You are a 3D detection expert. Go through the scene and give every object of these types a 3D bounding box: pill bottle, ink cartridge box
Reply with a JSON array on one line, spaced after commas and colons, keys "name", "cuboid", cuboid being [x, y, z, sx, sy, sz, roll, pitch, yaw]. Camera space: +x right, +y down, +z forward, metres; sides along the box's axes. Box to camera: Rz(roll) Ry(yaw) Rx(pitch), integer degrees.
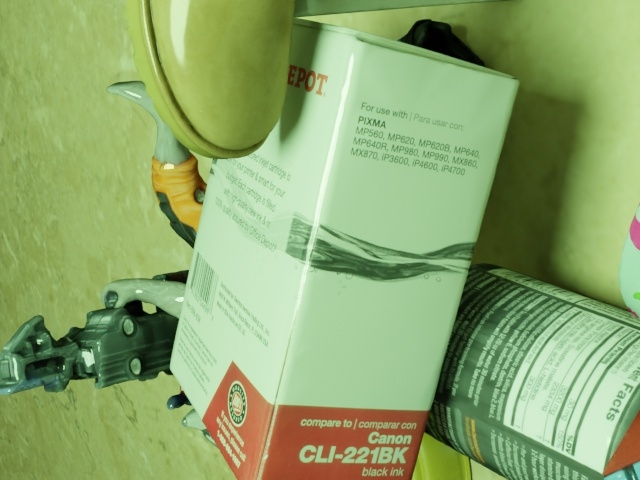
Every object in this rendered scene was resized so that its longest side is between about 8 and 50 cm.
[{"name": "pill bottle", "cuboid": [0.173, 0.106, 0.564, 0.245, 0.130, 0.131, 22, 119, 48]}, {"name": "ink cartridge box", "cuboid": [0.000, 0.000, 0.608, 0.197, 0.114, 0.273, 36, 116, 62]}]

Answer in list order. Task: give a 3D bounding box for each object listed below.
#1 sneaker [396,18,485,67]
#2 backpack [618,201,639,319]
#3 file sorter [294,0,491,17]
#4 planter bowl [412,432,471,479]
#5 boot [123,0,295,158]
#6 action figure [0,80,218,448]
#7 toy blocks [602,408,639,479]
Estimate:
[{"name": "sneaker", "cuboid": [0.091, -0.087, 0.669, 0.084, 0.058, 0.152, -45, 59, 59]}, {"name": "backpack", "cuboid": [0.241, -0.036, 0.347, 0.191, 0.225, 0.254, 51, 142, 38]}, {"name": "file sorter", "cuboid": [0.097, -0.271, 0.487, 0.173, 0.192, 0.278, 10, 110, 49]}, {"name": "planter bowl", "cuboid": [0.026, 0.195, 0.828, 0.217, 0.090, 0.217, 23, 120, 47]}, {"name": "boot", "cuboid": [0.015, -0.156, 0.408, 0.269, 0.089, 0.236, 3, 105, 46]}, {"name": "action figure", "cuboid": [-0.086, 0.034, 0.748, 0.178, 0.341, 0.330, 6, 106, 35]}, {"name": "toy blocks", "cuboid": [0.117, 0.254, 0.458, 0.381, 0.190, 0.261, -44, 59, 42]}]
